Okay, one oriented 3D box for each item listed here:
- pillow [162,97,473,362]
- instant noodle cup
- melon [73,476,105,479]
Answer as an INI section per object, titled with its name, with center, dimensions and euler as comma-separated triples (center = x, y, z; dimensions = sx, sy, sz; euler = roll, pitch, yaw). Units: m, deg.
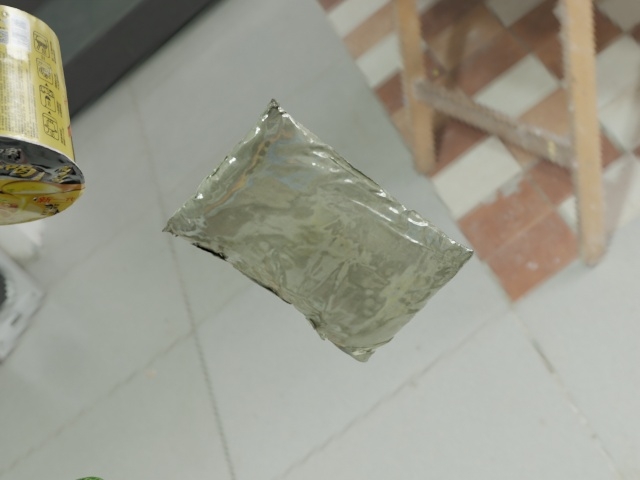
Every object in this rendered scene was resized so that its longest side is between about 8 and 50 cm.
[pillow]
center = 0.000, 0.000, 1.158
dimensions = 0.148, 0.229, 0.050
euler = -46, 28, 18
[instant noodle cup]
center = -0.243, -0.090, 1.011
dimensions = 0.151, 0.151, 0.122
euler = -18, 62, 34
[melon]
center = -0.254, 0.307, 1.252
dimensions = 0.265, 0.129, 0.169
euler = 121, 142, -45
